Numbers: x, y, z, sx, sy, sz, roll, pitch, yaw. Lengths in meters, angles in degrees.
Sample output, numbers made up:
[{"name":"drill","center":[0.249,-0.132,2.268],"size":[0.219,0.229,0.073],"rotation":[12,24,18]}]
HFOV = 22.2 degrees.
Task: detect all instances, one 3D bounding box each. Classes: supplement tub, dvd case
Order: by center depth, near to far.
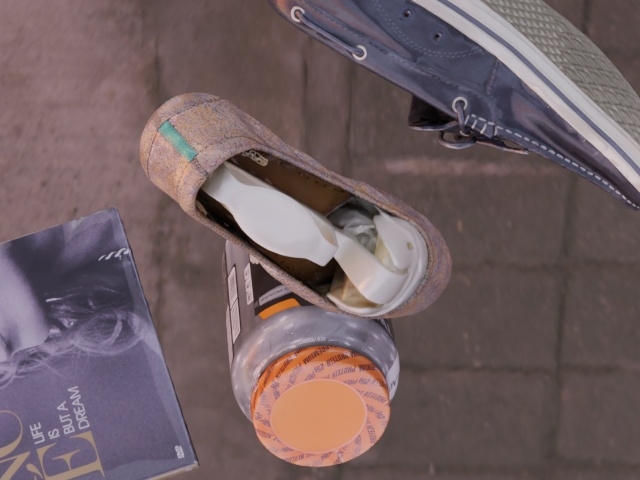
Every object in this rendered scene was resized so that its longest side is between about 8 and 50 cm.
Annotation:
[{"name":"dvd case","center":[-0.200,0.088,0.942],"size":[0.221,0.018,0.164],"rotation":[-18,74,-5]},{"name":"supplement tub","center":[-0.013,0.103,1.900],"size":[0.194,0.316,0.193],"rotation":[-4,125,-5]}]

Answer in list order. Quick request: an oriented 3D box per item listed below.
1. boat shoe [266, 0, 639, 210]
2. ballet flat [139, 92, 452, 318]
[{"name":"boat shoe","center":[0.160,-0.172,1.651],"size":[0.500,0.187,0.156],"rotation":[33,118,-15]},{"name":"ballet flat","center":[0.000,0.000,1.200],"size":[0.316,0.106,0.107],"rotation":[27,101,-37]}]
